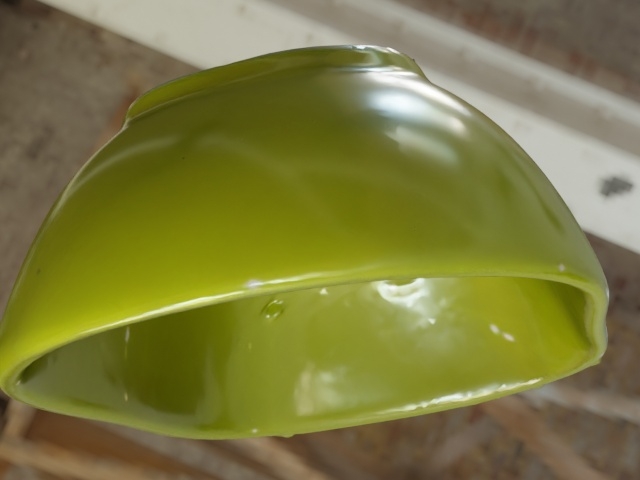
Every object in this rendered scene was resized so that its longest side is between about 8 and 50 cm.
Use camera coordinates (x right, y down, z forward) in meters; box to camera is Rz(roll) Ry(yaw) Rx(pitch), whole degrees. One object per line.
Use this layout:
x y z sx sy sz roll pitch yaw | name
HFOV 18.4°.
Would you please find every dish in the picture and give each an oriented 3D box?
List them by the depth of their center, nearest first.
0.000 0.000 0.758 0.262 0.221 0.108 38 -137 -69 | dish
